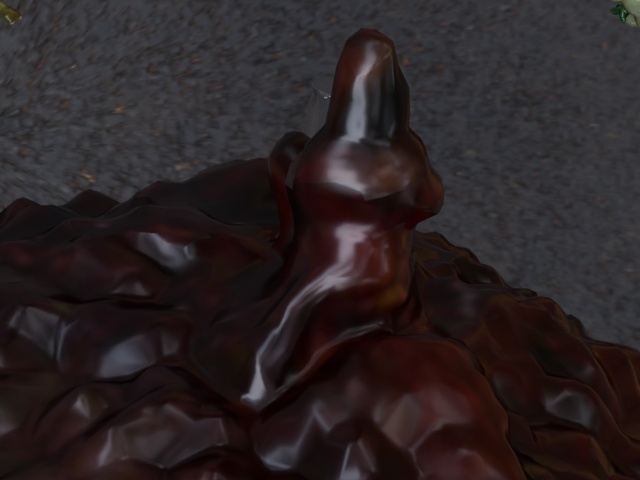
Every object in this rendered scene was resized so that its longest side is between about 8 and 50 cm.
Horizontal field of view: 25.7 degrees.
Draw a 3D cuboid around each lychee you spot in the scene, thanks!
[{"bbox_3d":[-0.032,0.163,0.502,0.424,0.424,0.500,12,119,-16],"label":"lychee"}]

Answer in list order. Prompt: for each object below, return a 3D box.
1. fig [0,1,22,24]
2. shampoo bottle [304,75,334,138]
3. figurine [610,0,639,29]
[{"bbox_3d":[-0.283,-0.156,0.875,0.166,0.093,0.093,-17,99,-33],"label":"fig"},{"bbox_3d":[0.000,0.000,0.704,0.080,0.040,0.165,-18,128,-44],"label":"shampoo bottle"},{"bbox_3d":[0.280,-0.184,0.933,0.093,0.197,0.147,38,56,-41],"label":"figurine"}]
